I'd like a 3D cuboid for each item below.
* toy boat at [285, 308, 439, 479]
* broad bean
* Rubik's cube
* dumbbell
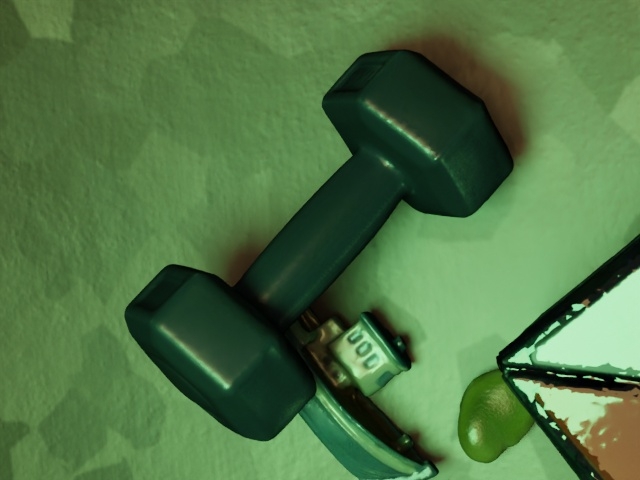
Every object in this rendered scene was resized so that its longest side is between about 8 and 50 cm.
[{"bbox_3d":[0.027,0.115,1.323,0.102,0.088,0.215,-38,82,11],"label":"toy boat"},{"bbox_3d":[0.146,0.146,1.316,0.063,0.045,0.083,32,93,10],"label":"broad bean"},{"bbox_3d":[0.305,0.095,1.163,0.248,0.246,0.250,-40,83,13],"label":"Rubik's cube"},{"bbox_3d":[0.000,0.000,1.240,0.160,0.144,0.325,39,76,12],"label":"dumbbell"}]
